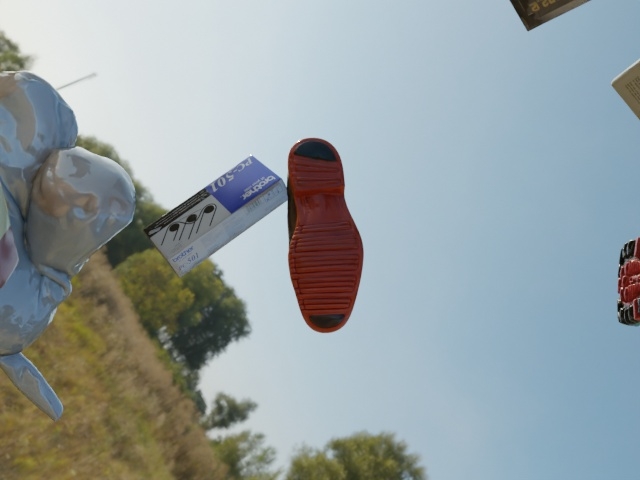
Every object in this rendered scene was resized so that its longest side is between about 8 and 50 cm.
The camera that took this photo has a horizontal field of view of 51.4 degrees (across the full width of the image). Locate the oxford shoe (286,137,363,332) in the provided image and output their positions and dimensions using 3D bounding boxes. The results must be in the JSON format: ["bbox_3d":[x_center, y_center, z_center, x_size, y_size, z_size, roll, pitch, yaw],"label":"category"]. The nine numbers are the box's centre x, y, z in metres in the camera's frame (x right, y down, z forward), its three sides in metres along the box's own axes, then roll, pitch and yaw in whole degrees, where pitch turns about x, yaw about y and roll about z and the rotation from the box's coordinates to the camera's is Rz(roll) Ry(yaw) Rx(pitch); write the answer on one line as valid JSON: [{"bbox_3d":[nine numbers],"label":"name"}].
[{"bbox_3d":[0.000,0.000,0.895,0.098,0.097,0.271,109,-19,-64],"label":"oxford shoe"}]

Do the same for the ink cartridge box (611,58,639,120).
[{"bbox_3d":[0.575,-0.224,0.888,0.211,0.121,0.289,54,-19,4],"label":"ink cartridge box"}]

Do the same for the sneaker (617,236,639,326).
[{"bbox_3d":[0.340,0.031,0.550,0.262,0.125,0.104,7,85,-82],"label":"sneaker"}]

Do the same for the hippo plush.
[{"bbox_3d":[-0.314,0.011,0.491,0.234,0.236,0.294,33,-68,11],"label":"hippo plush"}]

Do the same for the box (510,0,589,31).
[{"bbox_3d":[0.280,-0.354,0.693,0.231,0.056,0.183,-19,-61,45],"label":"box"}]

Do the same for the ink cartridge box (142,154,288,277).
[{"bbox_3d":[-0.157,-0.041,1.008,0.097,0.207,0.046,40,-19,44],"label":"ink cartridge box"}]

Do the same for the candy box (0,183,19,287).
[{"bbox_3d":[-0.306,0.014,0.234,0.183,0.316,0.087,-79,178,-47],"label":"candy box"}]
